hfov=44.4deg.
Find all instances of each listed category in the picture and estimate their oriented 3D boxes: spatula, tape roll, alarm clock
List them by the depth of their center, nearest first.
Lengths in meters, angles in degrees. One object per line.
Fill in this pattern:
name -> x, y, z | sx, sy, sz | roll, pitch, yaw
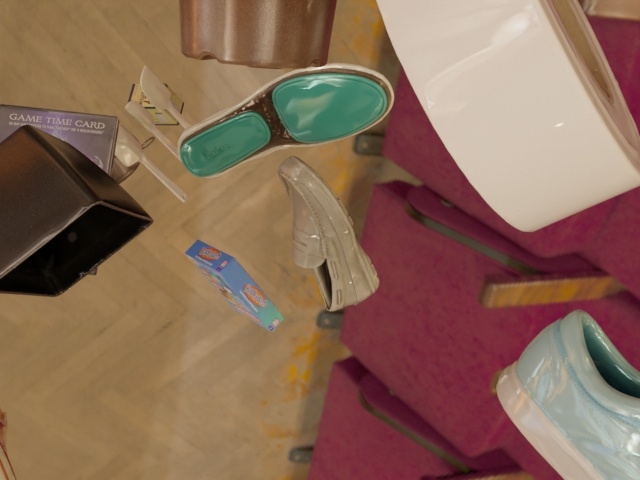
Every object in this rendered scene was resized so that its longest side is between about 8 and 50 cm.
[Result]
tape roll -> 0.156, -0.152, 0.626 | 0.100, 0.286, 0.286 | -27, 134, 27
spatula -> -0.293, -0.183, 1.452 | 0.242, 0.019, 0.168 | 51, 52, -53
alarm clock -> -0.421, -0.158, 1.626 | 0.192, 0.129, 0.064 | -34, 113, 6

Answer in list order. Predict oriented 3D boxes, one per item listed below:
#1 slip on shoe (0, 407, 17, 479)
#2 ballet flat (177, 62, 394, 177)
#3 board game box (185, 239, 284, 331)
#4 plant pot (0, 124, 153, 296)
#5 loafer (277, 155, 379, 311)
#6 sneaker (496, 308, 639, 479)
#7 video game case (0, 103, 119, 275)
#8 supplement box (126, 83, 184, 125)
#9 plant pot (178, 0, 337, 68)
slip on shoe -> -0.389, 0.222, 0.869 | 0.101, 0.331, 0.123 | 23, 103, -50
ballet flat -> -0.063, -0.220, 1.342 | 0.400, 0.139, 0.139 | -17, 133, 22
board game box -> -0.188, 0.099, 1.726 | 0.047, 0.160, 0.210 | -48, 128, -17
plant pot -> -0.376, -0.047, 1.072 | 0.188, 0.167, 0.187 | -36, 169, 5
loafer -> 0.000, 0.000, 1.302 | 0.111, 0.112, 0.319 | -35, 127, -9
sneaker -> 0.336, 0.212, 0.740 | 0.135, 0.366, 0.150 | -12, 137, -51
video game case -> -0.446, -0.085, 1.280 | 0.196, 0.274, 0.026 | 5, 162, -5
supplement box -> -0.349, -0.288, 1.662 | 0.083, 0.056, 0.083 | 3, 161, 20
plant pot -> -0.049, -0.230, 0.641 | 0.167, 0.167, 0.165 | -2, 109, -21
